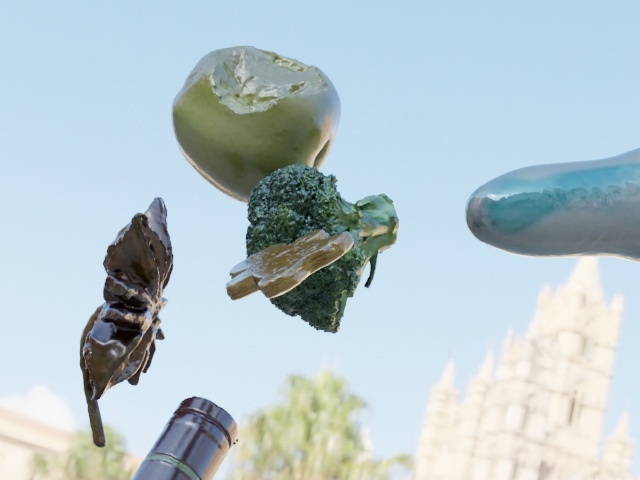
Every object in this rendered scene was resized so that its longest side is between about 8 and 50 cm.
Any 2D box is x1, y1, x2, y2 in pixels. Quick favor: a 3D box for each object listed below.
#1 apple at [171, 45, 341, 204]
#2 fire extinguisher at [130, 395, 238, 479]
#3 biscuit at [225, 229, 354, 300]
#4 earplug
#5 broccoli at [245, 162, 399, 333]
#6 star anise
[{"bbox_3d":[-0.099,-0.187,2.142,0.279,0.279,0.279,13,-21,5],"label":"apple"},{"bbox_3d":[-0.218,0.366,1.706,0.105,0.341,0.141,0,-49,31],"label":"fire extinguisher"},{"bbox_3d":[-0.048,0.031,1.648,0.030,0.153,0.234,64,-24,-8],"label":"biscuit"},{"bbox_3d":[0.366,-0.047,2.010,0.323,0.185,0.185,-3,-15,-20],"label":"earplug"},{"bbox_3d":[0.000,0.000,1.937,0.241,0.261,0.269,-8,-37,-24],"label":"broccoli"},{"bbox_3d":[-0.283,0.103,1.918,0.108,0.292,0.350,15,-61,12],"label":"star anise"}]
